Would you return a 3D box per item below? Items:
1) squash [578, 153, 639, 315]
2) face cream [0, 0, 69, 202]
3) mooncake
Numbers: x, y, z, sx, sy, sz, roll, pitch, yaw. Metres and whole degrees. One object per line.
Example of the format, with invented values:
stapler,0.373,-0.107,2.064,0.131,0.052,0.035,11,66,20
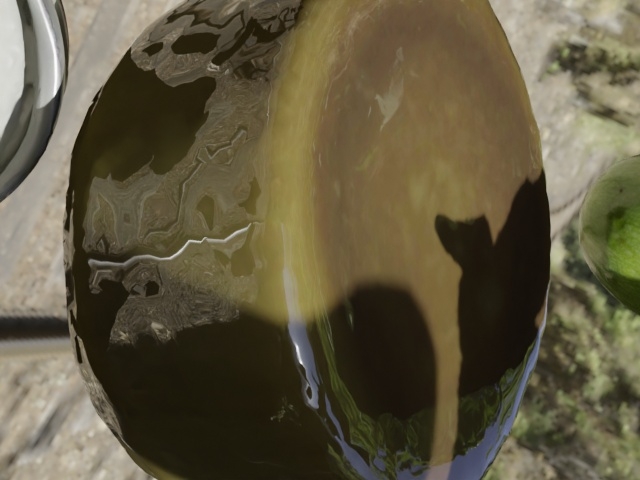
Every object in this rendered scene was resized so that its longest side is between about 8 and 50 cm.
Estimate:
squash,0.334,0.039,0.721,0.118,0.370,0.118,-53,155,-39
face cream,-0.221,-0.106,0.625,0.175,0.175,0.195,-65,-159,13
mooncake,0.000,0.000,0.612,0.284,0.155,0.285,7,82,-58
